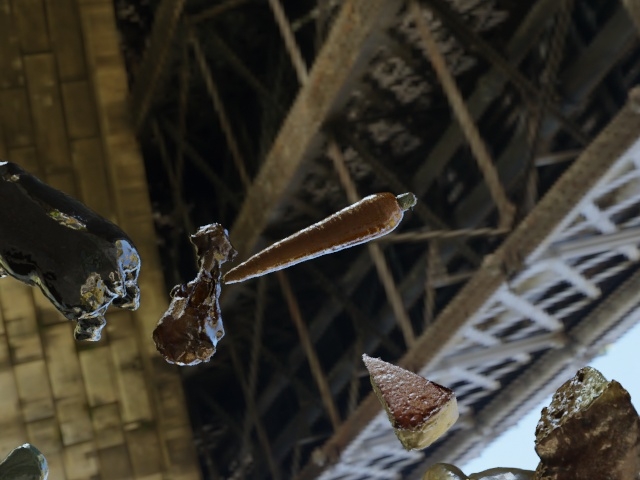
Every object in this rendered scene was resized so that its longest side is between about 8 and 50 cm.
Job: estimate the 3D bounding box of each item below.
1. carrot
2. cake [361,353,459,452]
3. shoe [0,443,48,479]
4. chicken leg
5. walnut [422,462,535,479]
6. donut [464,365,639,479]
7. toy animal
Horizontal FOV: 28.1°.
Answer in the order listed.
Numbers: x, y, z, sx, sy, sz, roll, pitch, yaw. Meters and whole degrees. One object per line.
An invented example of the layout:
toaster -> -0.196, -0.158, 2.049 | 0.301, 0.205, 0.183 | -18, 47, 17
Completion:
carrot -> 0.000, 0.000, 2.017 | 0.069, 0.336, 0.069 | 156, -90, -88
cake -> 0.128, 0.288, 2.225 | 0.220, 0.116, 0.086 | 18, -42, 41
shoe -> -0.524, 0.422, 2.095 | 0.079, 0.078, 0.195 | 42, -70, 2
chicken leg -> -0.201, 0.092, 2.154 | 0.093, 0.113, 0.304 | 114, -7, -46
walnut -> 0.259, 0.502, 1.882 | 0.383, 0.383, 0.384 | 35, -50, 56
donut -> 0.235, 0.259, 1.302 | 0.295, 0.151, 0.112 | -47, -166, 19
toy animal -> -0.338, -0.034, 1.364 | 0.343, 0.106, 0.168 | 41, -32, 5
